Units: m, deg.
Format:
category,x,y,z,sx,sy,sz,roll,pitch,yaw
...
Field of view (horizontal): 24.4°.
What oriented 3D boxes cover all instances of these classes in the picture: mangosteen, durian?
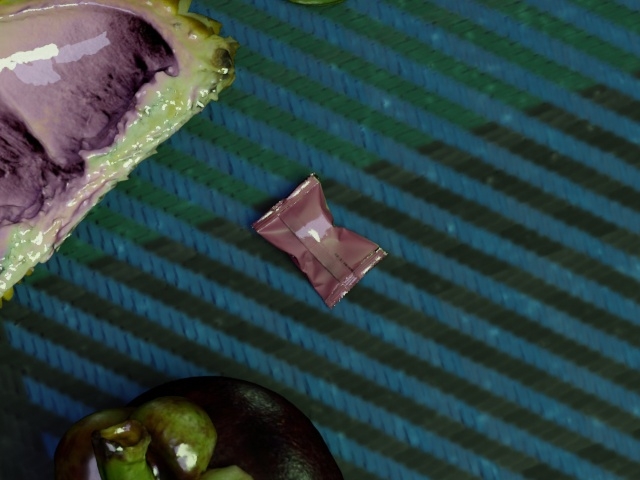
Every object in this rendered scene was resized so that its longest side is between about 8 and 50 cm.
category,x,y,z,sx,sy,sz,roll,pitch,yaw
mangosteen,-0.081,0.174,0.933,0.194,0.230,0.194,-8,70,22
durian,-0.216,-0.062,1.008,0.191,0.112,0.341,40,77,12

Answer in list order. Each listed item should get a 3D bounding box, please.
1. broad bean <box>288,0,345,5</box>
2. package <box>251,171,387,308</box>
category,x,y,z,sx,sy,sz,roll,pitch,yaw
broad bean,0.046,-0.251,1.049,0.070,0.048,0.213,37,90,0
package,0.000,0.000,1.045,0.059,0.029,0.083,-42,97,0
